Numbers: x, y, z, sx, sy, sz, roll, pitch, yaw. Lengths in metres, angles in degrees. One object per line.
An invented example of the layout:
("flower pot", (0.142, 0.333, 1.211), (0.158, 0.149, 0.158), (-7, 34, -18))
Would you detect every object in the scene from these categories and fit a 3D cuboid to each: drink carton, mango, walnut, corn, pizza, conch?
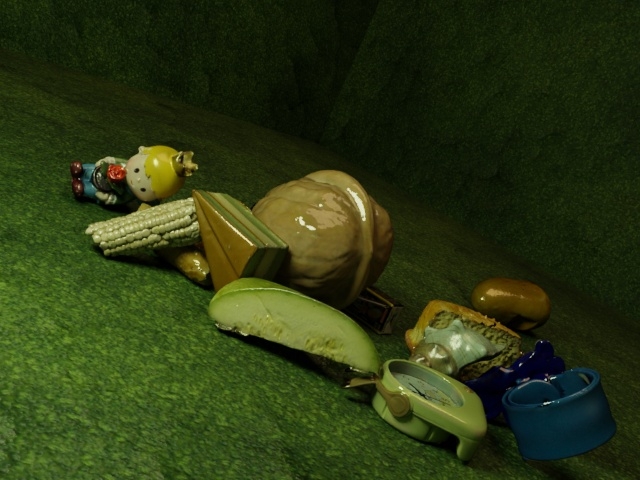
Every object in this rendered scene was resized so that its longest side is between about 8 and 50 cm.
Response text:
("drink carton", (0.090, 0.129, 1.539), (0.166, 0.071, 0.056), (32, 12, 34))
("mango", (0.525, 0.175, 2.007), (0.262, 0.130, 0.167), (12, 22, -24))
("walnut", (0.000, 0.000, 1.432), (0.296, 0.285, 0.285), (0, 27, -45))
("corn", (-0.304, -0.016, 1.290), (0.211, 0.087, 0.087), (-16, 26, -12))
("pizza", (-0.223, 0.004, 1.466), (0.280, 0.075, 0.288), (34, 17, 33))
("conch", (0.242, 0.197, 1.305), (0.114, 0.234, 0.137), (62, -18, 9))

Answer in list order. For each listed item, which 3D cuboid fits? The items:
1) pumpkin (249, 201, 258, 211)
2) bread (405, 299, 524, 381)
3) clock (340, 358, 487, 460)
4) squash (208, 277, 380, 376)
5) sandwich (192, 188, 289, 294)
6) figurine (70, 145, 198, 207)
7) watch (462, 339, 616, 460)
("pumpkin", (-0.087, -0.019, 1.666), (0.194, 0.150, 0.194), (44, 12, -11))
("bread", (0.277, 0.196, 1.441), (0.229, 0.143, 0.139), (22, 14, -19))
("clock", (0.148, 0.253, 1.158), (0.232, 0.069, 0.170), (24, 14, 3))
("squash", (-0.034, 0.132, 1.147), (0.252, 0.093, 0.169), (19, 5, 43))
("sandwich", (-0.170, 0.018, 1.290), (0.187, 0.144, 0.117), (40, 17, 24))
("figurine", (-0.382, -0.136, 1.473), (0.234, 0.127, 0.185), (0, -8, 38))
("watch", (0.383, 0.284, 1.223), (0.171, 0.196, 0.200), (62, -4, -4))
